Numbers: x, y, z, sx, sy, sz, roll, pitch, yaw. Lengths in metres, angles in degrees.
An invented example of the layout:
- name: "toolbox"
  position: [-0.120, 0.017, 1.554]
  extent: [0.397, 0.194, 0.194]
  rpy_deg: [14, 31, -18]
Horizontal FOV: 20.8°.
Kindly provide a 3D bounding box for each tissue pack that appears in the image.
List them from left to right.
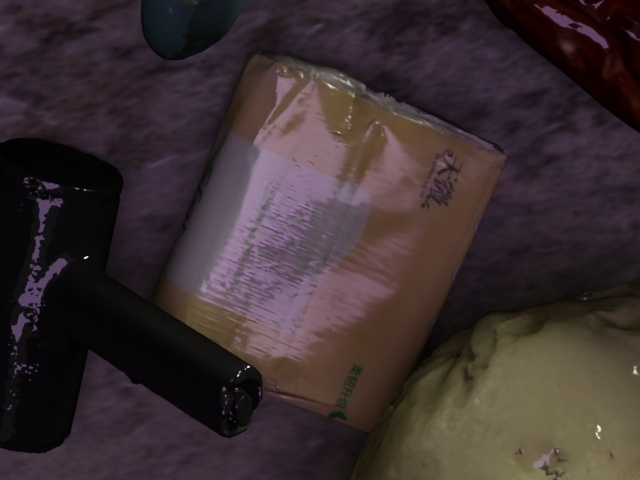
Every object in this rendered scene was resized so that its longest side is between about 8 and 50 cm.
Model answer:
- name: "tissue pack"
  position: [0.000, 0.000, 1.174]
  extent: [0.186, 0.090, 0.222]
  rpy_deg: [23, 101, -11]

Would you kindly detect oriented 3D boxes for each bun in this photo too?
- name: "bun"
  position: [0.139, 0.185, 1.144]
  extent: [0.326, 0.234, 0.362]
  rpy_deg: [-14, 141, -33]

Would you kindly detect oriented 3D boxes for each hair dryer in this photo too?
- name: "hair dryer"
  position: [-0.136, 0.063, 1.117]
  extent: [0.089, 0.251, 0.197]
  rpy_deg: [0, 109, -48]

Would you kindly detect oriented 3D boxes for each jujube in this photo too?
- name: "jujube"
  position: [0.208, -0.158, 1.126]
  extent: [0.230, 0.155, 0.155]
  rpy_deg: [30, 99, -6]

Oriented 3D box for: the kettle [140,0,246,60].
- name: "kettle"
  position: [-0.038, -0.259, 0.982]
  extent: [0.247, 0.342, 0.320]
  rpy_deg: [13, 102, -8]
